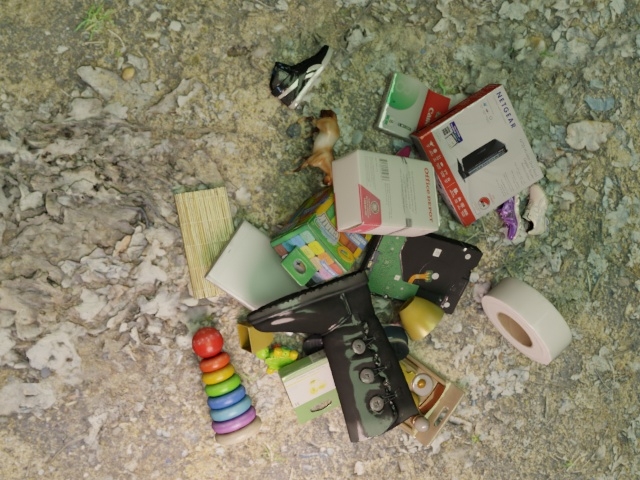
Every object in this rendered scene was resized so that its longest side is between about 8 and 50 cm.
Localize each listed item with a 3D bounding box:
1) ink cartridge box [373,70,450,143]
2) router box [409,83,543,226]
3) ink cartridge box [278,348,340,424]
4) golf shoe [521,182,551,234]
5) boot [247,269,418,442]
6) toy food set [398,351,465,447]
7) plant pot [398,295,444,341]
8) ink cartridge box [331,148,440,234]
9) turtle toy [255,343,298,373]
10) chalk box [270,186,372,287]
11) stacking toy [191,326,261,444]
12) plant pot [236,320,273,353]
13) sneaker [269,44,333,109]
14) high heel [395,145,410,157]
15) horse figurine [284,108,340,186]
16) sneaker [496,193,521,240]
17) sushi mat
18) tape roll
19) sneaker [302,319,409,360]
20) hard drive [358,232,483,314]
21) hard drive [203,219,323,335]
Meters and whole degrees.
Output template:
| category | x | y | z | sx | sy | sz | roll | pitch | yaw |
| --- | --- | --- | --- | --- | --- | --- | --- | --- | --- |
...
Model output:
| category | x | y | z | sx | sy | sz | roll | pitch | yaw |
| --- | --- | --- | --- | --- | --- | --- | --- | --- | --- |
| ink cartridge box | 0.293 | -0.395 | 1.887 | 0.225 | 0.056 | 0.180 | 17 | 90 | -15 |
| router box | 0.485 | -0.263 | 1.893 | 0.301 | 0.082 | 0.335 | -33 | 110 | -1 |
| ink cartridge box | -0.012 | 0.450 | 1.834 | 0.171 | 0.056 | 0.235 | -23 | 117 | -11 |
| golf shoe | 0.708 | -0.102 | 2.027 | 0.086 | 0.069 | 0.176 | -13 | 97 | -9 |
| boot | 0.036 | 0.347 | 1.707 | 0.367 | 0.146 | 0.445 | -19 | 91 | -12 |
| toy food set | 0.288 | 0.490 | 1.941 | 0.306 | 0.092 | 0.219 | 38 | 84 | -16 |
| plant pot | 0.294 | 0.226 | 1.860 | 0.095 | 0.134 | 0.134 | 45 | 82 | -3 |
| ink cartridge box | 0.182 | -0.122 | 1.686 | 0.283 | 0.117 | 0.207 | 4 | 77 | -36 |
| turtle toy | -0.130 | 0.346 | 1.820 | 0.130 | 0.066 | 0.095 | 15 | 116 | -17 |
| chalk box | 0.000 | 0.000 | 1.705 | 0.180 | 0.179 | 0.289 | 49 | 47 | -15 |
| stacking toy | -0.287 | 0.408 | 1.754 | 0.141 | 0.141 | 0.330 | -21 | 96 | -13 |
| plant pot | -0.186 | 0.276 | 1.794 | 0.083 | 0.081 | 0.081 | -13 | 98 | -30 |
| sneaker | -0.064 | -0.498 | 1.759 | 0.121 | 0.079 | 0.216 | 35 | 86 | -18 |
| high heel | 0.240 | -0.173 | 1.845 | 0.117 | 0.082 | 0.244 | 30 | 67 | 8 |
| horse figurine | -0.004 | -0.276 | 1.746 | 0.066 | 0.175 | 0.263 | 32 | 67 | -47 |
| sneaker | 0.615 | -0.082 | 2.011 | 0.071 | 0.068 | 0.169 | -4 | 87 | -1 |
| sushi mat | -0.317 | 0.009 | 1.763 | 0.152 | 0.019 | 0.316 | -12 | 98 | -16 |
| tape roll | 0.644 | 0.252 | 1.924 | 0.100 | 0.286 | 0.286 | -40 | 104 | -10 |
| sneaker | 0.107 | 0.304 | 1.879 | 0.319 | 0.131 | 0.112 | 2 | 126 | 1 |
| hard drive | 0.300 | 0.084 | 1.888 | 0.339 | 0.064 | 0.236 | 14 | 112 | -17 |
| hard drive | -0.157 | 0.111 | 1.786 | 0.308 | 0.040 | 0.203 | 37 | 74 | -17 |
